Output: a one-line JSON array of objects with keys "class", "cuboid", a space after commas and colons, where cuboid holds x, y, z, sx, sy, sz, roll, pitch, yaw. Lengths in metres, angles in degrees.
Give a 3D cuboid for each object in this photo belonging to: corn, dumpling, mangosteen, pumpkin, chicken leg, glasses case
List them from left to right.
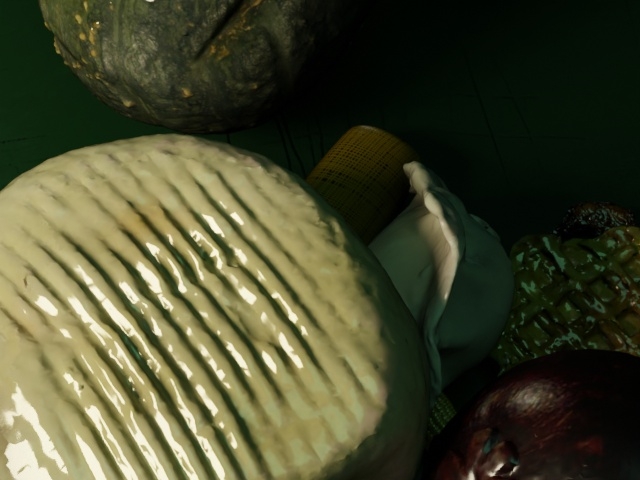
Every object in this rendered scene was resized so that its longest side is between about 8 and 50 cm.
[{"class": "pumpkin", "cuboid": [-0.087, -0.244, 1.481, 0.291, 0.257, 0.327, 33, 58, 26]}, {"class": "glasses case", "cuboid": [0.000, 0.000, 1.466, 0.079, 0.064, 0.234, 28, 59, 15]}, {"class": "dumpling", "cuboid": [0.085, 0.020, 1.406, 0.124, 0.151, 0.229, -2, 38, 1]}, {"class": "corn", "cuboid": [0.088, 0.138, 1.416, 0.037, 0.037, 0.092, -20, 62, -21]}, {"class": "chicken leg", "cuboid": [0.223, -0.014, 1.541, 0.083, 0.021, 0.036, -1, 69, -11]}, {"class": "mangosteen", "cuboid": [0.190, 0.218, 1.284, 0.233, 0.287, 0.287, -9, 57, 17]}]

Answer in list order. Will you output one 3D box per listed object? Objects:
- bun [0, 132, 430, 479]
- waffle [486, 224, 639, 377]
[{"class": "bun", "cuboid": [-0.104, 0.108, 1.295, 0.361, 0.213, 0.361, 4, 55, -6]}, {"class": "waffle", "cuboid": [0.247, 0.097, 1.463, 0.254, 0.052, 0.245, 7, 59, -5]}]
